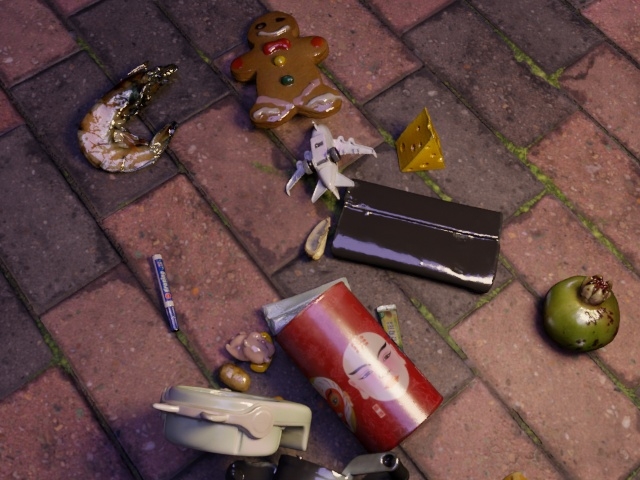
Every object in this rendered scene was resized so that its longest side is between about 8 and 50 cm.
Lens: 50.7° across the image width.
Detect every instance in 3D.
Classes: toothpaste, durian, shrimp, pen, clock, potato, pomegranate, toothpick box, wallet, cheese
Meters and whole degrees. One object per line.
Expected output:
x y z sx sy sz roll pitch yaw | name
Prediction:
0.175 0.248 1.594 0.049 0.031 0.204 -8 64 -6 | toothpaste
-0.009 -0.005 1.678 0.052 0.066 0.130 18 58 5 | durian
-0.478 -0.327 1.803 0.233 0.071 0.365 40 70 4 | shrimp
-0.373 0.125 1.627 0.025 0.025 0.204 -16 68 -9 | pen
-0.190 0.358 1.347 0.265 0.324 0.108 4 78 27 | clock
-0.197 0.313 1.544 0.083 0.040 0.051 33 82 13 | potato
0.609 0.149 1.568 0.179 0.210 0.179 0 26 0 | pomegranate
0.081 0.277 1.466 0.204 0.204 0.333 -39 80 -17 | toothpick box
0.244 -0.017 1.694 0.406 0.062 0.228 14 67 4 | wallet
0.270 -0.260 1.742 0.126 0.171 0.093 -5 67 -4 | cheese

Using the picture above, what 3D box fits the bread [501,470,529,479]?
0.378 0.600 1.425 0.232 0.088 0.128 -29 78 -19 | bread

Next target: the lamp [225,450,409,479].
-0.017 0.573 1.347 0.374 0.205 0.272 -4 61 14 | lamp

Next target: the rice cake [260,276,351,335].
-0.028 0.160 1.618 0.222 0.042 0.080 -18 73 -11 | rice cake

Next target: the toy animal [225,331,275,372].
-0.154 0.240 1.555 0.114 0.082 0.091 30 67 11 | toy animal

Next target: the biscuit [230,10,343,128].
-0.111 -0.489 1.842 0.283 0.064 0.432 -13 58 2 | biscuit

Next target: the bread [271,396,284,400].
-0.099 0.402 1.506 0.062 0.049 0.103 -14 66 -9 | bread

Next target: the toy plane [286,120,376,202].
0.012 -0.219 1.737 0.251 0.101 0.255 -22 53 15 | toy plane
